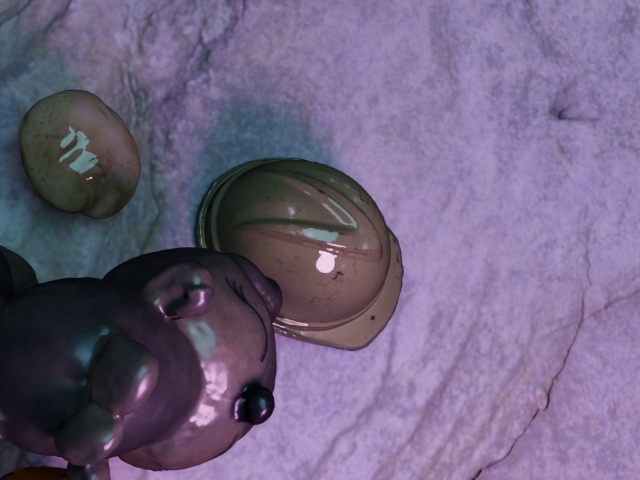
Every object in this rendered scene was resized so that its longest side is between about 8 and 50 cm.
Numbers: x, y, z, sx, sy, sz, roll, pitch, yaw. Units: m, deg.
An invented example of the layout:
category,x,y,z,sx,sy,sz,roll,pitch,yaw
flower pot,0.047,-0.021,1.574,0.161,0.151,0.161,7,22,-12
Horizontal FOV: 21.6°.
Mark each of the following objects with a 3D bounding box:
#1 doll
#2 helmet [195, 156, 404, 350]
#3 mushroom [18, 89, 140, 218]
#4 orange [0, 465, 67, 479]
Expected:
category,x,y,z,sx,sy,sz,roll,pitch,yaw
doll,-0.210,0.072,1.608,0.378,0.382,0.252,43,104,17
helmet,0.005,0.001,1.818,0.258,0.137,0.204,24,68,-18
mushroom,-0.250,-0.087,1.736,0.112,0.148,0.148,-25,88,12
orange,-0.266,0.304,1.606,0.178,0.155,0.177,10,65,-21
